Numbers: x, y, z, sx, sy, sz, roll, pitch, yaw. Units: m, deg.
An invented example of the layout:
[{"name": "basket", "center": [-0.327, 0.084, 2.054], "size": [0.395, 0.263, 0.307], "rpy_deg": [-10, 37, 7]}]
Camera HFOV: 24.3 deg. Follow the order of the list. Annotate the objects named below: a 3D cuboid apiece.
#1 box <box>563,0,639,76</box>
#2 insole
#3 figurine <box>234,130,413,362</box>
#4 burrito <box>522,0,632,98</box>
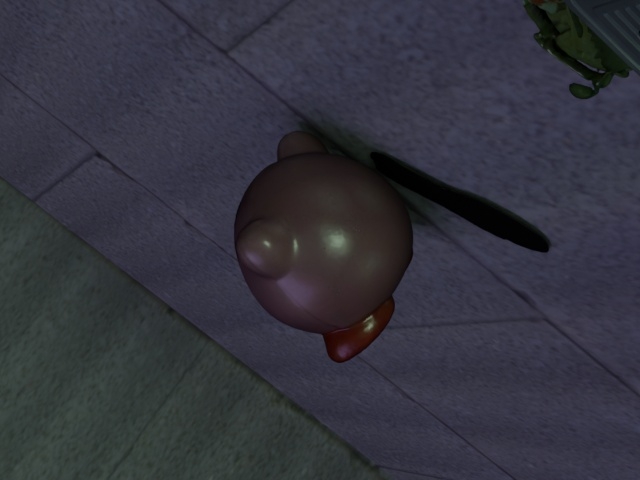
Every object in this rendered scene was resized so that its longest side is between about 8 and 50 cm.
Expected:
[{"name": "box", "center": [0.192, -0.120, 0.745], "size": [0.122, 0.069, 0.084], "rpy_deg": [40, 166, -17]}, {"name": "insole", "center": [0.120, -0.034, 1.301], "size": [0.188, 0.004, 0.064], "rpy_deg": [29, 164, 26]}, {"name": "figurine", "center": [0.000, 0.000, 1.359], "size": [0.173, 0.173, 0.173], "rpy_deg": [33, 165, 10]}, {"name": "burrito", "center": [0.101, -0.180, 0.785], "size": [0.104, 0.054, 0.288], "rpy_deg": [24, 162, 39]}]
